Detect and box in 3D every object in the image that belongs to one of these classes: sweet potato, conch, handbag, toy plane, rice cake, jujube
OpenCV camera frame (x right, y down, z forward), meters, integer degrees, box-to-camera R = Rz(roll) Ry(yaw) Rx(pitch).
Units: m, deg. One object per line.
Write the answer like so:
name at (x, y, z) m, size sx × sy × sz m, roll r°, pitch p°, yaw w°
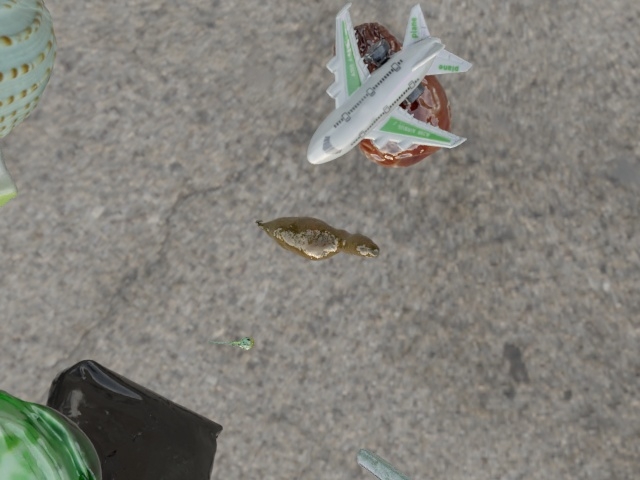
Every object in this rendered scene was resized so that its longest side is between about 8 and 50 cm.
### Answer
sweet potato at (0.003, 0.001, 1.733) m, size 0.269 × 0.074 × 0.075 m, roll 12°, pitch 117°, yaw 38°
conch at (-0.529, -0.324, 1.587) m, size 0.215 × 0.319 × 0.303 m, roll -34°, pitch 74°, yaw -19°
handbag at (-0.223, 0.276, 1.181) m, size 0.080 × 0.223 × 0.246 m, roll -31°, pitch 129°, yaw 33°
toy plane at (0.078, -0.198, 1.392) m, size 0.255 × 0.101 × 0.251 m, roll -42°, pitch 107°, yaw 9°
rice cake at (0.135, 0.378, 1.527) m, size 0.207 × 0.033 × 0.033 m, roll 28°, pitch 92°, yaw 38°
jujube at (0.105, -0.228, 1.555) m, size 0.168 × 0.168 × 0.237 m, roll -29°, pitch 77°, yaw 18°

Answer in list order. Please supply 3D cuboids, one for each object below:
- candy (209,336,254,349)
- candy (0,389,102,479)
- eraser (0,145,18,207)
candy at (-0.159, 0.183, 1.799) m, size 0.083 × 0.025 × 0.023 m, roll 6°, pitch 105°, yaw -22°
candy at (-0.064, 0.193, 0.353) m, size 0.097 × 0.097 × 0.324 m, roll -26°, pitch 102°, yaw 17°
eraser at (-0.563, -0.037, 1.326) m, size 0.210 × 0.274 × 0.092 m, roll -22°, pitch 91°, yaw 54°
